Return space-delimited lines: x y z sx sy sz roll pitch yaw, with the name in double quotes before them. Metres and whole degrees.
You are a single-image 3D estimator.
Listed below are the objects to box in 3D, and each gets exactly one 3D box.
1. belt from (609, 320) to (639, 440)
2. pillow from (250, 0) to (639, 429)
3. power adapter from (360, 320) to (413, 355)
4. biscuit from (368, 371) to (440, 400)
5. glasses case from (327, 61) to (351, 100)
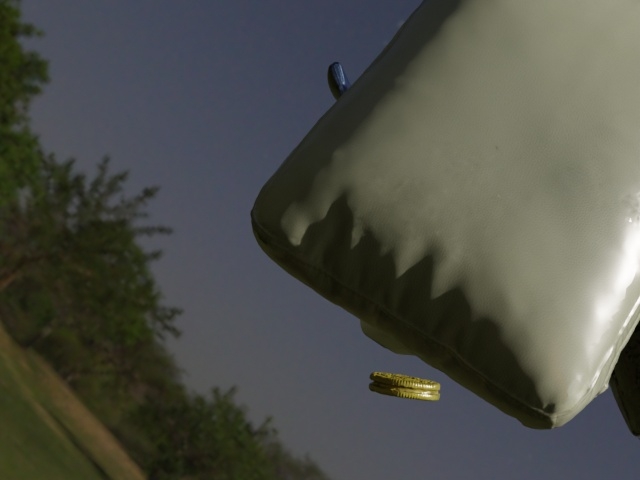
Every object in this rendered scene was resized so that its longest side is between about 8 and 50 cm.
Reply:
"belt" 0.341 0.106 0.999 0.289 0.184 0.164 31 38 -66
"pillow" 0.137 -0.059 0.796 0.255 0.322 0.120 32 -20 13
"power adapter" 0.132 0.106 1.824 0.205 0.125 0.130 1 -24 44
"biscuit" 0.097 0.169 1.363 0.084 0.023 0.084 8 -2 0
"glasses case" 0.022 -0.172 1.336 0.083 0.023 0.033 45 31 -73
